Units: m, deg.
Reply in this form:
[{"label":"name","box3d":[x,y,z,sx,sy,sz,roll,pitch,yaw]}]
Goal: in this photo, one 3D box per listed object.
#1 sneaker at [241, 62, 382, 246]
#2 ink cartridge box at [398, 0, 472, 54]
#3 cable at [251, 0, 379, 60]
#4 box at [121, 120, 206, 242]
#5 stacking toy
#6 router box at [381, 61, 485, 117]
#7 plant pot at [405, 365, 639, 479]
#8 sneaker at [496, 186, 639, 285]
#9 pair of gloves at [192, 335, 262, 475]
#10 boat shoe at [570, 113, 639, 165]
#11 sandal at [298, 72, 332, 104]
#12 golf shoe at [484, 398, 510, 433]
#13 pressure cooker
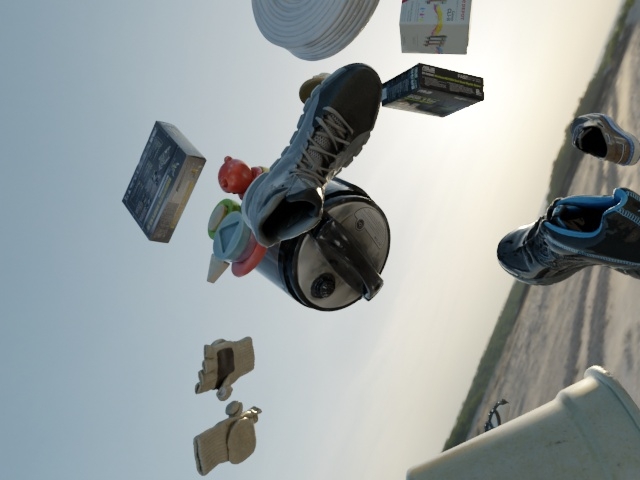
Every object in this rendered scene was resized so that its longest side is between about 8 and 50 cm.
[{"label":"sneaker","box3d":[0.002,-0.081,0.648,0.229,0.086,0.132,-54,19,12]},{"label":"ink cartridge box","box3d":[0.296,-0.563,1.545,0.127,0.176,0.128,62,-146,-69]},{"label":"cable","box3d":[-0.006,-0.418,0.952,0.089,0.257,0.257,1,-85,-47]},{"label":"box","box3d":[-0.372,-0.139,1.423,0.056,0.183,0.231,9,-63,-46]},{"label":"stacking toy","box3d":[-0.261,-0.052,1.617,0.130,0.279,0.309,25,-130,-36]},{"label":"router box","box3d":[0.162,-0.215,0.880,0.122,0.092,0.038,2,-98,-29]},{"label":"plant pot","box3d":[0.292,0.375,0.817,0.334,0.305,0.334,-19,-90,-82]},{"label":"sneaker","box3d":[0.378,-0.016,0.926,0.125,0.139,0.341,-63,18,-18]},{"label":"pair of gloves","box3d":[-0.170,0.308,1.158,0.204,0.042,0.240,13,-107,-65]},{"label":"boat shoe","box3d":[0.491,-0.187,1.081,0.183,0.066,0.066,-110,24,-64]},{"label":"sandal","box3d":[0.007,-0.338,1.370,0.240,0.088,0.079,44,-136,-70]},{"label":"golf shoe","box3d":[0.430,0.475,1.438,0.198,0.094,0.077,-58,-37,-29]},{"label":"pressure cooker","box3d":[-0.003,0.005,1.753,0.369,0.420,0.376,-4,-68,-35]}]
